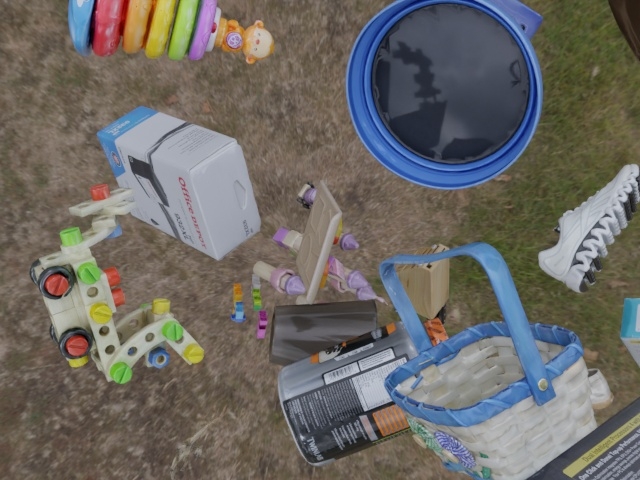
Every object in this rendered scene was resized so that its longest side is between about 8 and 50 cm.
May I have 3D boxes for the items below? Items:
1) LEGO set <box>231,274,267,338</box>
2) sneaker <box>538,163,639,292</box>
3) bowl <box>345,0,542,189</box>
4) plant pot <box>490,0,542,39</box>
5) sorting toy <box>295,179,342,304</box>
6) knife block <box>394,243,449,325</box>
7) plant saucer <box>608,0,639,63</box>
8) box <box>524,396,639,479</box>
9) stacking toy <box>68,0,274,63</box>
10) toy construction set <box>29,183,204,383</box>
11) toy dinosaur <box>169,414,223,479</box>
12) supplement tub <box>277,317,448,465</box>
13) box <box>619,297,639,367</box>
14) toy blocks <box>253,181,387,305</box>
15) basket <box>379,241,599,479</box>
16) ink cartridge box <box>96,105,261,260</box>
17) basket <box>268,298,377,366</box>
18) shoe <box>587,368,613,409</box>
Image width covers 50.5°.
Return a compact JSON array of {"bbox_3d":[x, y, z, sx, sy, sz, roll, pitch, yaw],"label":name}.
[{"bbox_3d":[-0.201,0.189,1.835,0.087,0.227,0.093,3,118,-12],"label":"LEGO set"},{"bbox_3d":[0.545,-0.041,1.362,0.118,0.110,0.292,28,77,38],"label":"sneaker"},{"bbox_3d":[0.240,-0.292,1.334,0.391,0.077,0.391,14,123,23],"label":"bowl"},{"bbox_3d":[0.419,-0.545,1.844,0.236,0.236,0.212,28,90,-8],"label":"plant pot"},{"bbox_3d":[0.000,0.000,1.342,0.038,0.208,0.193,12,112,-13],"label":"sorting toy"},{"bbox_3d":[0.284,0.141,1.746,0.242,0.275,0.088,47,62,-12],"label":"knife block"},{"bbox_3d":[0.302,-0.124,0.504,0.041,0.278,0.278,-38,89,16],"label":"plant saucer"},{"bbox_3d":[0.291,0.255,0.442,0.318,0.394,0.097,32,120,38],"label":"box"},{"bbox_3d":[-0.213,-0.330,1.021,0.301,0.166,0.175,13,95,-17],"label":"stacking toy"},{"bbox_3d":[-0.324,0.078,1.062,0.215,0.151,0.328,-22,101,-29],"label":"toy construction set"},{"bbox_3d":[-0.296,0.464,1.538,0.053,0.092,0.183,40,85,-9],"label":"toy dinosaur"},{"bbox_3d":[0.097,0.267,1.234,0.316,0.193,0.194,-22,89,4],"label":"supplement tub"},{"bbox_3d":[0.504,0.156,0.953,0.100,0.244,0.060,-1,63,37],"label":"box"},{"bbox_3d":[0.035,0.059,1.861,0.260,0.288,0.309,22,76,43],"label":"toy blocks"},{"bbox_3d":[0.184,0.143,0.806,0.201,0.255,0.289,-22,92,-18],"label":"basket"},{"bbox_3d":[-0.288,-0.122,1.389,0.307,0.223,0.129,23,50,36],"label":"ink cartridge box"},{"bbox_3d":[0.002,0.224,1.530,0.226,0.154,0.204,6,74,-7],"label":"basket"},{"bbox_3d":[0.384,0.259,1.168,0.219,0.076,0.058,-15,111,30],"label":"shoe"}]
